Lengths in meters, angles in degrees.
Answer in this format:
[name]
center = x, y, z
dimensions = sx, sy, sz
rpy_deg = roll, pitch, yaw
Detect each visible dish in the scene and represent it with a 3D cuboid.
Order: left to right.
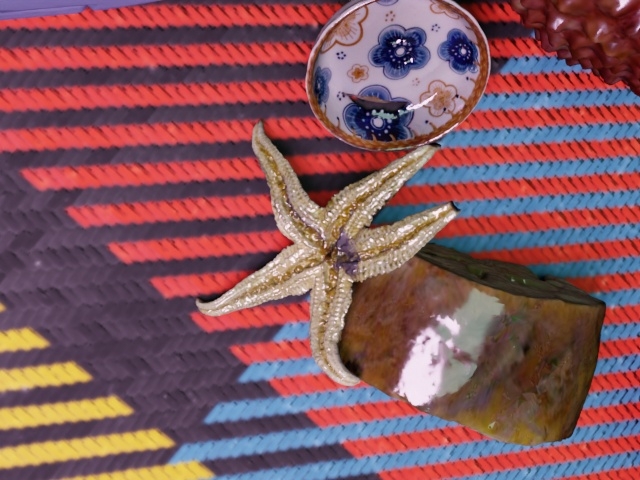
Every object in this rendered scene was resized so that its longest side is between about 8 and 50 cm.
[dish]
center = 0.054, -0.147, 0.765
dimensions = 0.141, 0.078, 0.141
rpy_deg = -5, 132, -5

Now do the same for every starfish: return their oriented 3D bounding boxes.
[starfish]
center = 0.001, 0.000, 0.738
dimensions = 0.223, 0.050, 0.217
rpy_deg = -27, 81, 14

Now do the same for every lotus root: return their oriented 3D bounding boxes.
[lotus root]
center = 0.127, 0.079, 0.776
dimensions = 0.235, 0.138, 0.119
rpy_deg = 15, 100, -22

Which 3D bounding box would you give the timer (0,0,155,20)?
[timer]
center = -0.149, -0.237, 0.544
dimensions = 0.395, 0.395, 0.173
rpy_deg = -10, 94, -15

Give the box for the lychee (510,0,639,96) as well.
[lychee]
center = 0.258, -0.249, 0.702
dimensions = 0.306, 0.330, 0.306
rpy_deg = 3, 115, 5
